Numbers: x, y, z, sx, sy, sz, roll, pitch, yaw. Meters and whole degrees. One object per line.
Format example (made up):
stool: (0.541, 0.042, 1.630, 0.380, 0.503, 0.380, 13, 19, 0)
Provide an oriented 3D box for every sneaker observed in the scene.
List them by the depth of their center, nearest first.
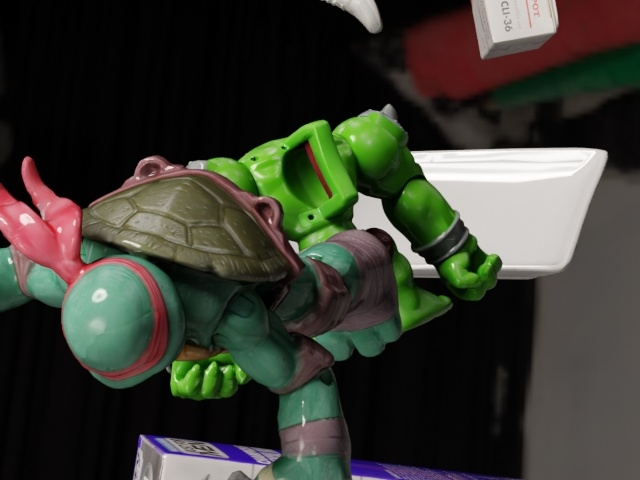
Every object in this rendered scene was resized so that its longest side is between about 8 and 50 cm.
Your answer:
sneaker: (0.017, -0.302, 1.941, 0.061, 0.152, 0.054, -38, -3, -3)

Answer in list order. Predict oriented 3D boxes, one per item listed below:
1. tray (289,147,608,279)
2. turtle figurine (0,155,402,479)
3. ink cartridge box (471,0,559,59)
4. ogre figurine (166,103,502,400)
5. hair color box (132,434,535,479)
tray: (0.056, -0.013, 1.127, 0.270, 0.145, 0.030, 0, -56, 23)
turtle figurine: (-0.051, 0.031, 0.577, 0.175, 0.118, 0.234, 31, 16, 10)
ink cartridge box: (0.190, -0.252, 1.632, 0.067, 0.115, 0.198, -11, 0, 1)
ogre figurine: (0.000, 0.000, 0.843, 0.197, 0.118, 0.097, -17, 3, -10)
hair color box: (0.019, 0.263, 1.242, 0.338, 0.185, 0.110, 9, 0, -18)
